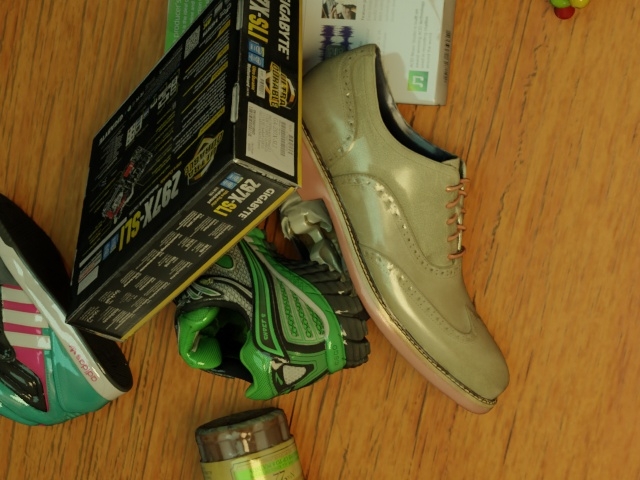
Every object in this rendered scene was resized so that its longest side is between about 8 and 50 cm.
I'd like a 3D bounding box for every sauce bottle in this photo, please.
[{"bbox_3d":[-0.046,0.361,1.205,0.111,0.111,0.344,-16,90,20],"label":"sauce bottle"}]

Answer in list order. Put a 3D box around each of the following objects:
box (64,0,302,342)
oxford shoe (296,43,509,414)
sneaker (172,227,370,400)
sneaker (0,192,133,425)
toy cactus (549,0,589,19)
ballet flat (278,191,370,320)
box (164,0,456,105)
[{"bbox_3d":[-0.140,-0.081,1.099,0.322,0.079,0.257,-39,40,39],"label":"box"},{"bbox_3d":[0.096,-0.010,1.095,0.146,0.140,0.397,-31,96,17],"label":"oxford shoe"},{"bbox_3d":[-0.107,0.052,1.133,0.343,0.146,0.134,26,130,48],"label":"sneaker"},{"bbox_3d":[-0.373,0.101,1.302,0.178,0.124,0.295,-35,83,9],"label":"sneaker"},{"bbox_3d":[0.299,-0.278,1.002,0.219,0.180,0.112,-15,68,27],"label":"toy cactus"},{"bbox_3d":[0.000,0.000,1.184,0.074,0.074,0.203,-27,84,19],"label":"ballet flat"},{"bbox_3d":[-0.013,-0.271,1.180,0.322,0.058,0.232,7,96,18],"label":"box"}]
